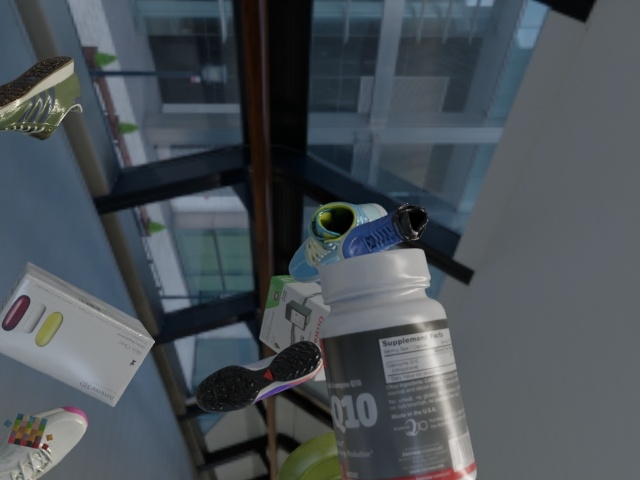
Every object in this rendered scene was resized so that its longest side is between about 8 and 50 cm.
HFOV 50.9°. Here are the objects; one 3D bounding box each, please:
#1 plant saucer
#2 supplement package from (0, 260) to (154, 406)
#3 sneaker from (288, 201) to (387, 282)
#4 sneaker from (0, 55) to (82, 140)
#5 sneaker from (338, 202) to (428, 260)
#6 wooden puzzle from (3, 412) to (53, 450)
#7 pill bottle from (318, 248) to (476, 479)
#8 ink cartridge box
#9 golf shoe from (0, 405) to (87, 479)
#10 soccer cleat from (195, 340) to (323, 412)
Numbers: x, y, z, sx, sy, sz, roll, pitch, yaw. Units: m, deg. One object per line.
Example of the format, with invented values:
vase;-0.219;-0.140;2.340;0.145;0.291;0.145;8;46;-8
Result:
plant saucer;0.032;0.484;1.337;0.037;0.241;0.240;-119;-154;-61
supplement package;-0.482;0.175;1.292;0.145;0.262;0.204;-60;-158;-7
sneaker;0.000;0.000;1.700;0.208;0.319;0.127;8;49;-58
sneaker;-0.376;-0.162;0.867;0.192;0.064;0.086;-54;148;-44
sneaker;0.102;-0.013;1.046;0.085;0.152;0.058;-22;-88;63
wooden puzzle;-0.487;0.318;1.123;0.006;0.083;0.049;129;-25;-67
pill bottle;0.085;0.162;0.829;0.161;0.162;0.283;103;-22;-80
ink cartridge box;-0.035;0.244;1.928;0.289;0.122;0.211;26;-71;48
golf shoe;-0.541;0.417;1.181;0.140;0.306;0.115;34;-27;51
soccer cleat;-0.141;0.338;1.620;0.116;0.319;0.108;75;-7;-66
